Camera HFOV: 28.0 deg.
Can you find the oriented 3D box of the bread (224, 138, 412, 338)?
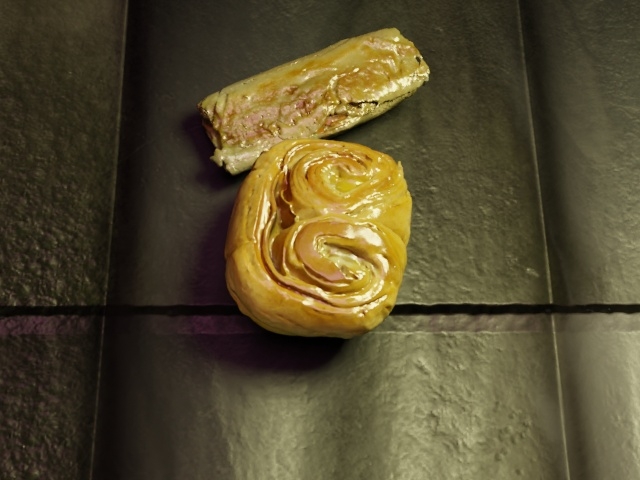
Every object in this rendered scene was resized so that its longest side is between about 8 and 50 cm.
[{"bbox_3d":[-0.003,0.000,1.399,0.198,0.120,0.236,8,59,3],"label":"bread"}]

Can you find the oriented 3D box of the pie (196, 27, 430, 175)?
[{"bbox_3d":[-0.013,-0.166,1.525,0.282,0.068,0.128,-23,61,-13],"label":"pie"}]
